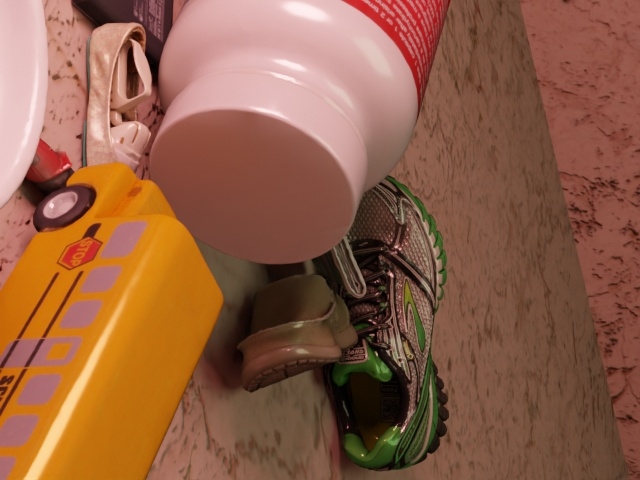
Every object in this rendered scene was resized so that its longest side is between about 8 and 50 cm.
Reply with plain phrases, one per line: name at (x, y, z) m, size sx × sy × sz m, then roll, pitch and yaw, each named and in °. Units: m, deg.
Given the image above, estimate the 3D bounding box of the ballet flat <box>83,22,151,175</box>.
ballet flat at (-0.166, -0.105, 1.157) m, size 0.057 × 0.052 × 0.168 m, roll 26°, pitch 58°, yaw -64°

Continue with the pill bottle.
pill bottle at (-0.010, -0.181, 1.252) m, size 0.407 × 0.229 × 0.229 m, roll -72°, pitch 146°, yaw -43°

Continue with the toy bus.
toy bus at (-0.165, 0.084, 0.958) m, size 0.108 × 0.130 × 0.332 m, roll 65°, pitch 32°, yaw -35°

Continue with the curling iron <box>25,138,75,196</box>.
curling iron at (-0.208, -0.070, 1.060) m, size 0.274 × 0.035 × 0.068 m, roll 57°, pitch 31°, yaw -45°

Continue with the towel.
towel at (0.000, 0.000, 1.461) m, size 0.113 × 0.023 × 0.152 m, roll 68°, pitch -12°, yaw -13°

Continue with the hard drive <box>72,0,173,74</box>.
hard drive at (-0.172, -0.218, 1.231) m, size 0.135 × 0.022 × 0.094 m, roll 42°, pitch 44°, yaw -58°

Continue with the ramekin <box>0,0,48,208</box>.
ramekin at (-0.281, -0.130, 0.765) m, size 0.277 × 0.135 × 0.277 m, roll -9°, pitch 90°, yaw -69°

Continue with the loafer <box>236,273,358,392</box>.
loafer at (-0.030, 0.084, 1.371) m, size 0.268 × 0.102 × 0.092 m, roll -11°, pitch 80°, yaw -82°

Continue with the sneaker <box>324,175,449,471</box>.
sneaker at (0.069, 0.090, 1.561) m, size 0.146 × 0.134 × 0.343 m, roll -6°, pitch 87°, yaw -68°
